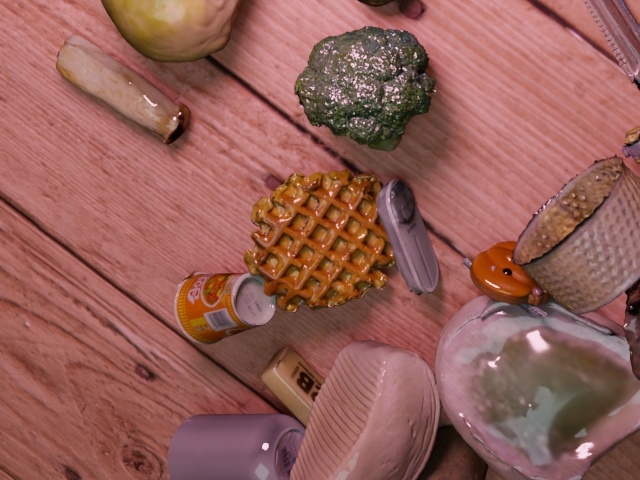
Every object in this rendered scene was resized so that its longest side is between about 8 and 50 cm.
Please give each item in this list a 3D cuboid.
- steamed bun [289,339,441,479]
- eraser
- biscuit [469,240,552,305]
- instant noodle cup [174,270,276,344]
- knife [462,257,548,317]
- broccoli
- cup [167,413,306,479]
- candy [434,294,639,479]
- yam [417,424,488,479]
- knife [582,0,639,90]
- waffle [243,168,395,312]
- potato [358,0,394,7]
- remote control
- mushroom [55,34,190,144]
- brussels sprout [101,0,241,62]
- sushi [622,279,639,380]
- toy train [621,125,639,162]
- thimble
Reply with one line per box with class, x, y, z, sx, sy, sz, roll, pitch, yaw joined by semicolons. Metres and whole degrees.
steamed bun;0.116;0.412;2.093;0.236;0.247;0.384;26;83;-23
eraser;-0.045;0.328;2.226;0.172;0.117;0.058;47;120;-6
biscuit;0.380;0.060;1.921;0.170;0.170;0.050;17;130;11
instant noodle cup;-0.195;0.134;2.128;0.185;0.168;0.168;-13;111;46
knife;0.356;0.094;1.938;0.210;0.015;0.028;38;152;31
broccoli;0.092;-0.278;1.850;0.269;0.270;0.270;0;147;19
cup;-0.170;0.495;2.255;0.312;0.205;0.205;-10;112;40
candy;0.432;0.286;1.996;0.427;0.186;0.386;35;100;11
yam;0.261;0.539;2.150;0.161;0.268;0.161;14;127;19
knife;0.511;-0.401;1.740;0.089;0.043;0.365;-37;97;-4
waffle;0.000;0.000;2.037;0.324;0.068;0.302;-13;110;-3
potato;0.096;-0.543;1.773;0.149;0.113;0.251;3;107;26
remote control;0.176;-0.006;2.003;0.052;0.104;0.247;-10;110;33
mushroom;-0.410;-0.310;2.071;0.312;0.081;0.100;33;114;3
brussels sprout;-0.269;-0.470;1.868;0.316;0.242;0.274;0;90;14
sushi;0.692;0.127;1.780;0.281;0.294;0.299;-23;106;27
toy train;0.633;-0.202;1.771;0.202;0.081;0.060;-25;104;34
thimble;0.490;-0.006;1.802;0.150;0.271;0.271;42;120;-6
